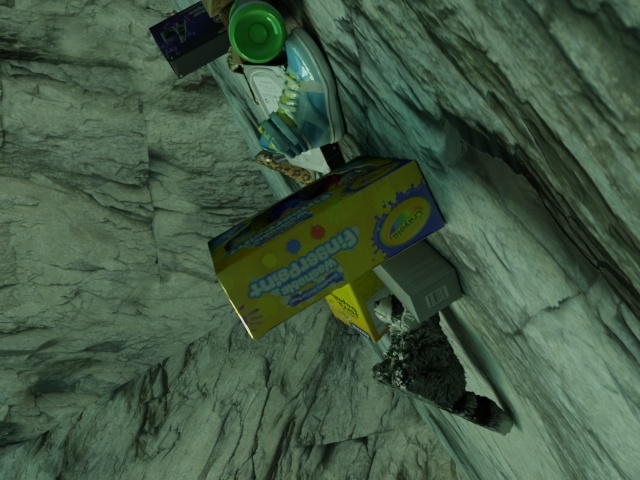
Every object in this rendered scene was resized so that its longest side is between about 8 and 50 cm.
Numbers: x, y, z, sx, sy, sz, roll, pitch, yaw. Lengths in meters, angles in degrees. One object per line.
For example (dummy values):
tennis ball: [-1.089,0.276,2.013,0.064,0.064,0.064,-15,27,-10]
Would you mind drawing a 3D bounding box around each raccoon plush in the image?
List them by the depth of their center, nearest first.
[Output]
raccoon plush: [0.331,0.289,1.540,0.446,0.299,0.216,28,166,-18]

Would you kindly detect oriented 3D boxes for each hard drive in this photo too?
hard drive: [-0.079,-0.354,1.632,0.236,0.064,0.339,25,149,51]

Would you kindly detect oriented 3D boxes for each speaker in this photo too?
speaker: [-0.147,-0.489,1.321,0.297,0.131,0.131,-107,-10,-62]

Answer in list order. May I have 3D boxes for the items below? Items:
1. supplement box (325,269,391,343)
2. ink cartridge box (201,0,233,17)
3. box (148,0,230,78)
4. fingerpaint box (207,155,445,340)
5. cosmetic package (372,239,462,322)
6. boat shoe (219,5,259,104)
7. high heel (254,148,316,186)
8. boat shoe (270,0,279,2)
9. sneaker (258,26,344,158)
supplement box: [0.114,0.092,1.677,0.195,0.194,0.357,30,154,42]
ink cartridge box: [-0.338,-0.797,1.714,0.193,0.088,0.234,62,173,-10]
box: [-0.437,-0.717,2.034,0.184,0.261,0.103,56,173,18]
fingerpaint box: [-0.015,-0.015,1.274,0.163,0.444,0.371,62,173,-15]
cosmetic package: [0.208,0.065,1.359,0.238,0.127,0.107,53,171,53]
boat shoe: [-0.233,-0.570,1.801,0.324,0.119,0.122,59,173,3]
high heel: [-0.113,-0.248,2.003,0.261,0.186,0.093,67,-157,-66]
boat shoe: [-0.094,-0.541,1.232,0.133,0.048,0.042,144,103,-79]
sneaker: [-0.070,-0.318,1.354,0.127,0.208,0.319,53,170,43]
